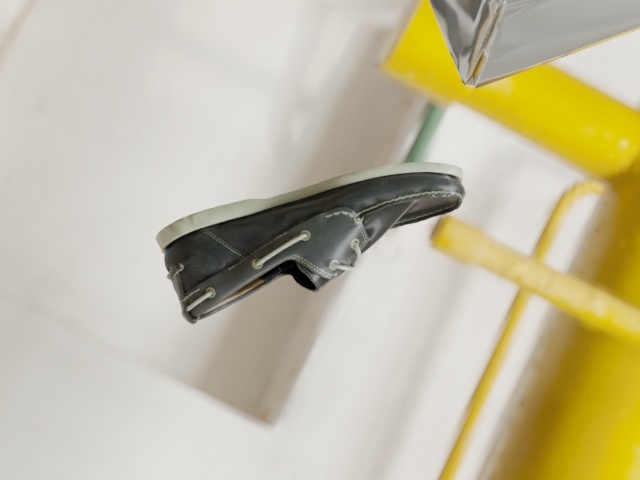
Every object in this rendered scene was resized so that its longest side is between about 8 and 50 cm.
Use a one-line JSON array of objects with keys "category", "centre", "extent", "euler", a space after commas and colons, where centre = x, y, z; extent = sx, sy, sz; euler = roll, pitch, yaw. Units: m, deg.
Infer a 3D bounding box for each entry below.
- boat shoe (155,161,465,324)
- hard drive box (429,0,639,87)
[{"category": "boat shoe", "centre": [0.000, 0.000, 1.379], "extent": [0.084, 0.233, 0.079], "euler": [90, -17, -72]}, {"category": "hard drive box", "centre": [0.119, -0.170, 0.520], "extent": [0.232, 0.181, 0.089], "euler": [-21, 171, -5]}]
